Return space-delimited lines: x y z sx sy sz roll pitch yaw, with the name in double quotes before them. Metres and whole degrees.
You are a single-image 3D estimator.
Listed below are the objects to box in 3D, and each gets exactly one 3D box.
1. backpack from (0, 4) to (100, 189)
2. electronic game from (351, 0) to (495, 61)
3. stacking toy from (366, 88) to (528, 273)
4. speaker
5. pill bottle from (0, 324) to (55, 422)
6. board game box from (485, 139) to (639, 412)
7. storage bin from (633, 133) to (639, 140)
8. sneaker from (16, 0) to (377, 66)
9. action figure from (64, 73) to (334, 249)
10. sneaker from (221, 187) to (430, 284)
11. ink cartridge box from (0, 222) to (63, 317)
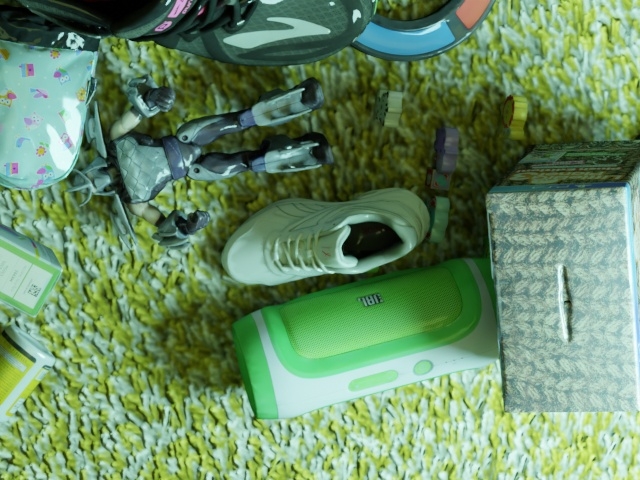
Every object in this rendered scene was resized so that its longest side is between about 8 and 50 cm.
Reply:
"backpack" -0.302 -0.144 1.700 0.152 0.115 0.182 6 101 -19
"electronic game" 0.093 -0.309 1.811 0.229 0.048 0.229 -3 100 -15
"stacking toy" 0.136 -0.061 1.866 0.167 0.052 0.221 5 99 -16
"speaker" 0.059 0.106 1.826 0.296 0.131 0.131 -14 103 -8
"pill bottle" -0.341 0.152 1.768 0.065 0.065 0.116 39 88 -18
"board game box" 0.279 0.030 1.782 0.141 0.291 0.232 -2 103 17
"storage bin" 0.420 -0.064 1.922 0.098 0.091 0.135 -42 107 -4
"sneaker" -0.153 -0.249 1.639 0.482 0.202 0.185 9 121 -31
"action figure" -0.134 -0.095 1.765 0.285 0.099 0.185 -16 109 -9
"sneaker" 0.000 0.000 1.788 0.232 0.115 0.090 -15 102 9
"ink cartridge box" -0.373 -0.002 1.708 0.209 0.109 0.062 29 91 -18
